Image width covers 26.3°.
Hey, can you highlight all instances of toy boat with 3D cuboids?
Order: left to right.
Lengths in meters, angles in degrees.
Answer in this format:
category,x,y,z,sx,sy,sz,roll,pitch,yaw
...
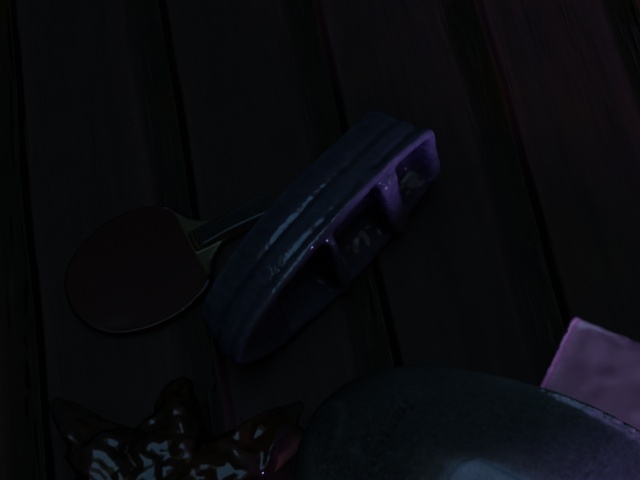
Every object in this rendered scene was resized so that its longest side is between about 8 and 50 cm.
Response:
category,x,y,z,sx,sy,sz,roll,pitch,yaw
toy boat,0.000,0.000,1.274,0.078,0.127,0.283,38,74,22

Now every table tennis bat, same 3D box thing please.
category,x,y,z,sx,sy,sz,roll,pitch,yaw
table tennis bat,-0.147,0.014,1.342,0.220,0.019,0.130,-27,63,-7

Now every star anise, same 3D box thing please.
category,x,y,z,sx,sy,sz,roll,pitch,yaw
star anise,-0.139,0.252,1.167,0.315,0.108,0.315,1,62,-3

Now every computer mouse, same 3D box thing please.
category,x,y,z,sx,sy,sz,roll,pitch,yaw
computer mouse,0.149,0.217,1.021,0.374,0.114,0.203,22,69,15

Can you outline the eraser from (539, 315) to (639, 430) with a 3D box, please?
category,x,y,z,sx,sy,sz,roll,pitch,yaw
eraser,0.318,0.255,1.118,0.359,0.122,0.272,22,65,15
